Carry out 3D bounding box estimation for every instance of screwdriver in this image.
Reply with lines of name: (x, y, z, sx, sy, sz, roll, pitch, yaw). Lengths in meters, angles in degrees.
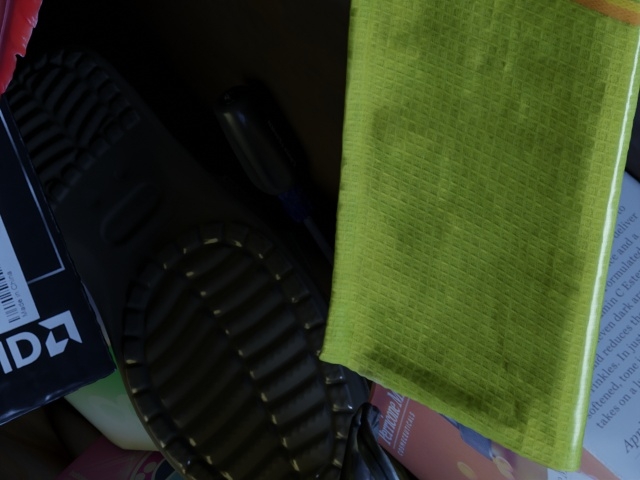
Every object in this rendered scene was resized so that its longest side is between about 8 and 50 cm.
screwdriver: (0.000, 0.000, 0.859, 0.170, 0.024, 0.025, 58, -176, -29)

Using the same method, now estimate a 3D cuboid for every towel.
towel: (0.046, -0.049, 0.561, 0.102, 0.021, 0.237, 27, 126, 35)

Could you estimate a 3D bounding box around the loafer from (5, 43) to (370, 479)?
loafer: (-0.052, 0.020, 0.883, 0.268, 0.102, 0.092, 56, -169, 24)

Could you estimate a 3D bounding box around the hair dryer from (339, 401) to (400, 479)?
hair dryer: (0.025, 0.192, 0.763, 0.080, 0.224, 0.293, 10, 167, -1)

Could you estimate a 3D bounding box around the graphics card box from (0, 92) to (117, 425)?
graphics card box: (-0.233, -0.083, 0.903, 0.233, 0.094, 0.371, -16, 97, 64)

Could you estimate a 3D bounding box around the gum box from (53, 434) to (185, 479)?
gum box: (-0.058, 0.150, 1.102, 0.188, 0.107, 0.062, 17, 144, 51)

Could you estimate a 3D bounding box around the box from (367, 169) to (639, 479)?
box: (0.110, 0.069, 0.680, 0.170, 0.091, 0.130, 41, 157, 15)

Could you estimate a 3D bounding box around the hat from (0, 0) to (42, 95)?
hat: (-0.079, -0.117, 0.586, 0.173, 0.183, 0.208, 15, 142, 52)

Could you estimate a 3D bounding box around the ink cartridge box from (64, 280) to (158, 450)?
ink cartridge box: (-0.176, 0.049, 1.108, 0.224, 0.056, 0.181, -6, 137, 41)
